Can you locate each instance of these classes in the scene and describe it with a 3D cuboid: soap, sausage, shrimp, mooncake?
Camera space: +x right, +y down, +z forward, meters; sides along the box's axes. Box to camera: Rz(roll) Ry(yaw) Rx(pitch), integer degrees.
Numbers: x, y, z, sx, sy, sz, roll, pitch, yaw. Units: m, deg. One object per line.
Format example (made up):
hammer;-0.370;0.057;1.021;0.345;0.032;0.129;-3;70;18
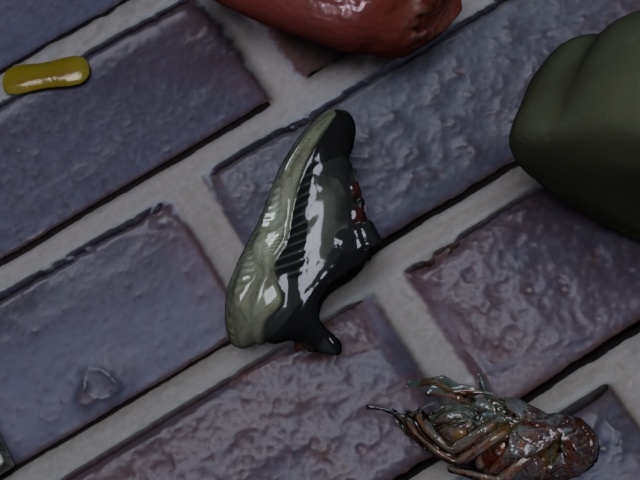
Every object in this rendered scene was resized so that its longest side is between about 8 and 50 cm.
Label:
soap;-0.273;-0.164;0.987;0.089;0.012;0.034;-9;70;3
sausage;-0.003;-0.262;0.922;0.279;0.152;0.152;22;74;12
shrimp;0.127;0.154;0.805;0.190;0.075;0.073;11;104;20
mooncake;0.291;-0.076;0.766;0.275;0.275;0.135;18;77;12

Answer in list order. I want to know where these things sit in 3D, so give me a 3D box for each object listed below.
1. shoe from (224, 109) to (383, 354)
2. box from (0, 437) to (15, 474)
shoe;0.000;0.000;0.862;0.112;0.099;0.228;23;79;6
box;-0.387;0.135;0.884;0.139;0.035;0.245;-32;71;-5
